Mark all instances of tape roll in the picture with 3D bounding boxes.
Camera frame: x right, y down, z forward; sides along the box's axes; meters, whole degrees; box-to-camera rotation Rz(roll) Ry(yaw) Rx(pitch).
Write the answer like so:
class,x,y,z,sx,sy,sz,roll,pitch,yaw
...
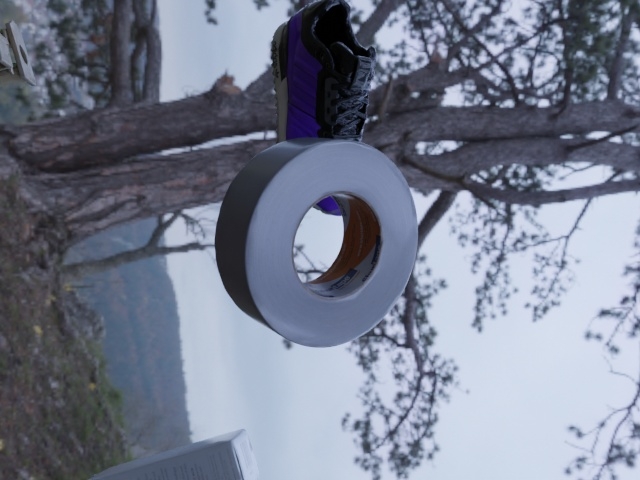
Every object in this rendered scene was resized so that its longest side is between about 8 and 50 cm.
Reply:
class,x,y,z,sx,sy,sz,roll,pitch,yaw
tape roll,0.000,0.000,0.708,0.072,0.219,0.219,18,-71,53

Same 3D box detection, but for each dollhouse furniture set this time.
class,x,y,z,sx,sy,sz,roll,pitch,yaw
dollhouse furniture set,-0.568,-0.286,1.021,0.161,0.182,0.101,173,-99,-83

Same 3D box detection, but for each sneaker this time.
class,x,y,z,sx,sy,sz,roll,pitch,yaw
sneaker,0.016,-0.183,0.856,0.146,0.102,0.293,-23,-105,50

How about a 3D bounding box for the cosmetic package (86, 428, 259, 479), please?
class,x,y,z,sx,sy,sz,roll,pitch,yaw
cosmetic package,-0.219,0.357,0.981,0.117,0.231,0.085,63,10,-81
